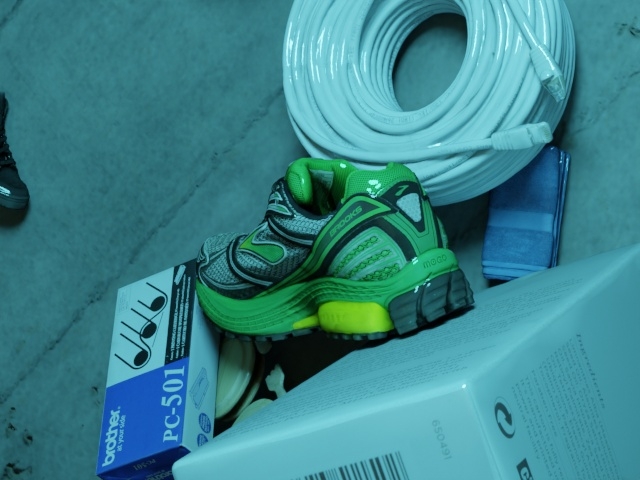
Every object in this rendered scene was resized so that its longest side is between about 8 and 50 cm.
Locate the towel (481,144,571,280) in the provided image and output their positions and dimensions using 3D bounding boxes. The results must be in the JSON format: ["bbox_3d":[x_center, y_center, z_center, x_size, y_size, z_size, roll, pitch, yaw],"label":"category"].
[{"bbox_3d":[0.173,-0.023,1.574,0.067,0.029,0.119,8,93,28],"label":"towel"}]

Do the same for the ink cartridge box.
[{"bbox_3d":[-0.143,0.121,1.673,0.097,0.046,0.207,-21,46,27],"label":"ink cartridge box"}]

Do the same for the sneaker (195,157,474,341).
[{"bbox_3d":[0.000,0.000,1.553,0.343,0.134,0.146,-7,100,56],"label":"sneaker"}]

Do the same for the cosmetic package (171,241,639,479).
[{"bbox_3d":[0.111,0.144,1.354,0.230,0.453,0.161,-18,94,27],"label":"cosmetic package"}]

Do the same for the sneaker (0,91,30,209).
[{"bbox_3d":[-0.336,-0.111,1.835,0.170,0.051,0.089,40,112,26],"label":"sneaker"}]

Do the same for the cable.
[{"bbox_3d":[0.090,-0.157,1.572,0.257,0.089,0.257,-20,69,28],"label":"cable"}]

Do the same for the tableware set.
[{"bbox_3d":[-0.063,0.155,1.629,0.128,0.039,0.194,-52,29,17],"label":"tableware set"}]
